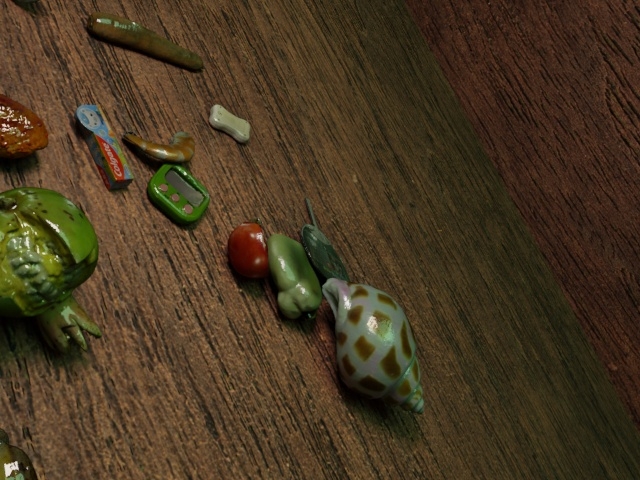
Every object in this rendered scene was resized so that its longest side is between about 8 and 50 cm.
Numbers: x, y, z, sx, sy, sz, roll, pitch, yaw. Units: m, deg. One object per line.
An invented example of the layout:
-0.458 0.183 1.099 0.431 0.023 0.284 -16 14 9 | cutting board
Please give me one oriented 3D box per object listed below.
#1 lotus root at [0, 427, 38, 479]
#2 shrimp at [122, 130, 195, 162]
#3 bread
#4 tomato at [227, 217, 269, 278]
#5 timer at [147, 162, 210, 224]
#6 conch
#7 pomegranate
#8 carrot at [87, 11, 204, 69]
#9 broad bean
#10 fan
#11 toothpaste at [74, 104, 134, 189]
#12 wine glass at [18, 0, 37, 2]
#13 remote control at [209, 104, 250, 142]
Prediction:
-0.470 0.368 0.992 0.120 0.120 0.209 6 56 -45 | lotus root
-0.378 -0.230 1.620 0.166 0.049 0.161 16 28 -13 | shrimp
-0.646 -0.245 1.299 0.269 0.095 0.139 35 33 -18 | bread
-0.169 0.021 1.593 0.091 0.159 0.139 -10 105 -11 | tomato
-0.325 -0.106 1.580 0.140 0.047 0.128 43 40 -15 | timer
0.132 0.257 1.669 0.249 0.197 0.368 -91 170 -80 | conch
-0.479 0.056 1.171 0.236 0.236 0.302 -60 140 -51 | pomegranate
-0.432 -0.508 1.769 0.342 0.070 0.070 11 54 -45 | carrot
-0.063 0.085 1.665 0.228 0.100 0.169 69 16 7 | broad bean
0.019 0.028 1.845 0.223 0.012 0.294 50 19 -22 | fan
-0.478 -0.202 1.490 0.070 0.044 0.193 -14 72 -50 | toothpaste
-0.715 -0.535 1.334 0.267 0.267 0.406 46 34 -11 | wine glass
-0.243 -0.311 1.844 0.122 0.032 0.074 28 44 -30 | remote control
